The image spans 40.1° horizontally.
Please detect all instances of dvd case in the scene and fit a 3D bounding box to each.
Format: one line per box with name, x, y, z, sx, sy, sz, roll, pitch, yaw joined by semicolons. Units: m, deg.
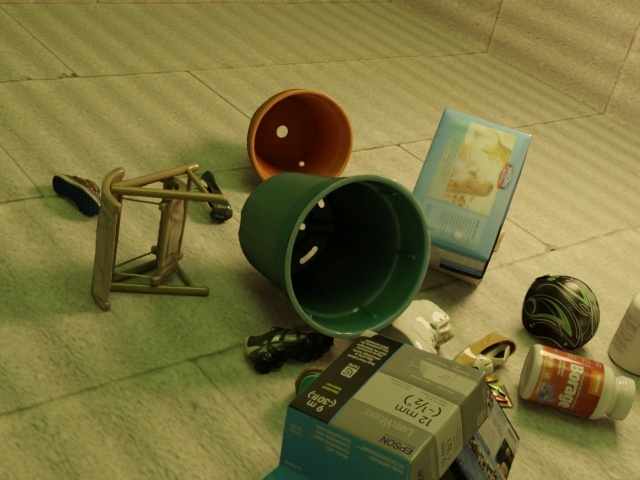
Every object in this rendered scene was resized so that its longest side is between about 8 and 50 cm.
dvd case;0.293;0.369;1.607;0.180;0.022;0.253;59;32;-10

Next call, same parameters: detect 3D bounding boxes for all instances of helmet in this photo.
helmet;0.573;0.168;2.058;0.162;0.169;0.169;17;25;41

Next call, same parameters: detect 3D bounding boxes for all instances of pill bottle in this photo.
pill bottle;0.768;0.189;2.020;0.131;0.229;0.131;11;30;-7
pill bottle;0.537;0.303;1.836;0.216;0.121;0.121;16;30;4

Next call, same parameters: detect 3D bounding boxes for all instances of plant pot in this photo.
plant pot;-0.078;-0.288;2.440;0.291;0.290;0.203;2;16;-20
plant pot;0.000;0.000;1.891;0.341;0.340;0.334;-5;15;-30

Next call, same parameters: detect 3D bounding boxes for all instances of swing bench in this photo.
swing bench;-0.362;-0.013;1.850;0.255;0.253;0.165;-6;36;-33

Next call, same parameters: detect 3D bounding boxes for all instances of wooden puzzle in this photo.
wooden puzzle;0.363;0.321;1.839;0.079;0.014;0.116;2;32;-19

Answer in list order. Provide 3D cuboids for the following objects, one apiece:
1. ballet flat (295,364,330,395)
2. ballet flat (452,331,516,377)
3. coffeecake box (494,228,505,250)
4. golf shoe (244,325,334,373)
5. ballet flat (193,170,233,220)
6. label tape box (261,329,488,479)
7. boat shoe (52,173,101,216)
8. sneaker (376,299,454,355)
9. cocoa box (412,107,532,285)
ballet flat;0.121;0.310;1.684;0.343;0.116;0.124;13;10;6
ballet flat;0.349;0.253;1.870;0.073;0.080;0.232;11;23;34
coffeecake box;0.380;-0.023;2.371;0.186;0.068;0.142;-9;39;-35
golf shoe;-0.063;0.204;1.790;0.198;0.077;0.094;-7;36;-34
ballet flat;-0.287;-0.118;2.245;0.074;0.074;0.203;-3;36;-27
label tape box;0.084;0.315;1.448;0.249;0.115;0.348;18;39;35
boat shoe;-0.570;-0.118;2.122;0.183;0.066;0.066;33;34;29
sneaker;0.228;0.214;1.868;0.169;0.108;0.292;-4;33;-23
cocoa box;0.352;-0.106;2.170;0.232;0.228;0.347;19;75;10
